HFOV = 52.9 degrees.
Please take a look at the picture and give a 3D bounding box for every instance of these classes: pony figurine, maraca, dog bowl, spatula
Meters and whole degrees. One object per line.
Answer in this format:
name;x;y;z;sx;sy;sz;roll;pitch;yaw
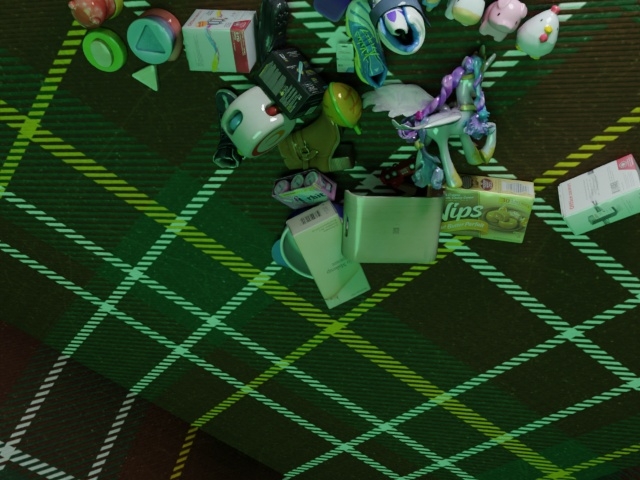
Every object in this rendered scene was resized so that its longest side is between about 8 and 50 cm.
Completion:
pony figurine;0.323;-0.317;1.744;0.351;0.303;0.364;-19;128;-11
maraca;0.070;-0.362;1.764;0.099;0.127;0.185;-18;157;22
dog bowl;0.000;0.000;2.172;0.264;0.104;0.265;3;126;4
spatula;0.076;-0.675;1.607;0.084;0.030;0.296;24;133;-16

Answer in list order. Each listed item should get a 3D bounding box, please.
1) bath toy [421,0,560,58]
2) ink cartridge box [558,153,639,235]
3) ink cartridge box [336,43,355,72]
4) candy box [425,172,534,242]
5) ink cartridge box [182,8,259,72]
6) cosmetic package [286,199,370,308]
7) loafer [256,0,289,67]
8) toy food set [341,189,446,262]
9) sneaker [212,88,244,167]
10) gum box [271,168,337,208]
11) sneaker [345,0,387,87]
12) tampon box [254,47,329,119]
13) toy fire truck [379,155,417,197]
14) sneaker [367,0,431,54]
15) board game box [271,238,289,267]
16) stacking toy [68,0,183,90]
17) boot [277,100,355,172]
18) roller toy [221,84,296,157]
bath toy;0.423;-0.549;1.541;0.348;0.151;0.129;19;139;-11
ink cartridge box;0.802;-0.127;1.831;0.217;0.159;0.092;-23;123;32
ink cartridge box;0.070;-0.506;1.766;0.048;0.028;0.083;5;133;10
candy box;0.479;-0.104;1.986;0.316;0.088;0.183;8;132;9
ink cartridge box;-0.267;-0.543;1.752;0.176;0.128;0.127;4;132;10
cosmetic package;0.027;0.047;2.044;0.160;0.113;0.309;-27;121;0
loafer;-0.136;-0.564;1.747;0.078;0.076;0.223;45;146;22
toy food set;0.219;-0.049;1.938;0.306;0.092;0.220;0;118;-5
sneaker;-0.278;-0.324;1.934;0.086;0.163;0.226;-1;130;18
gum box;-0.048;-0.161;2.039;0.188;0.062;0.107;-10;151;40
sneaker;0.134;-0.504;1.676;0.091;0.126;0.240;-23;136;-4
tampon box;-0.076;-0.432;1.769;0.161;0.120;0.101;51;128;6
toy fire truck;0.255;-0.176;2.008;0.192;0.047;0.135;-21;124;29
sneaker;0.155;-0.586;1.499;0.130;0.236;0.323;-24;133;13
board game box;-0.090;0.043;2.304;0.168;0.033;0.133;18;129;-6
stacking toy;-0.564;-0.552;1.821;0.308;0.130;0.279;24;133;-7
boot;-0.026;-0.323;1.924;0.220;0.109;0.283;1;139;19
roller toy;-0.177;-0.346;1.834;0.209;0.191;0.146;-37;85;-1
